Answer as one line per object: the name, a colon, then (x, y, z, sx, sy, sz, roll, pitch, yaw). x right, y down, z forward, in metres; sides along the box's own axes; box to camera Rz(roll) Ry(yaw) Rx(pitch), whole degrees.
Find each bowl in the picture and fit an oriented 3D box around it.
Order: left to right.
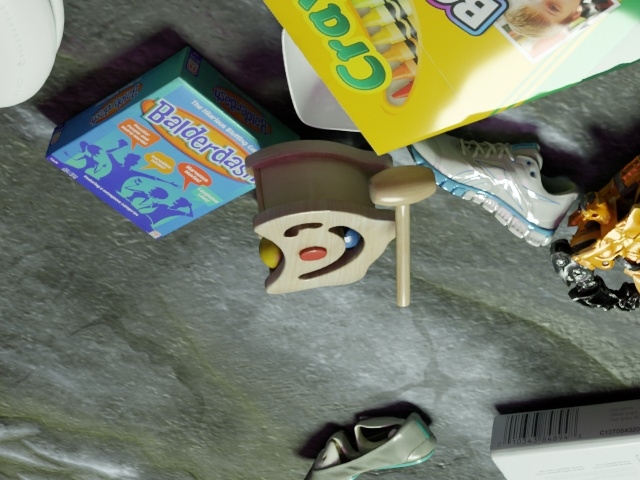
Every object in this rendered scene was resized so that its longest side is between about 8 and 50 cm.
bowl: (0.041, -0.169, 1.650, 0.142, 0.053, 0.142, 3, 138, 13)

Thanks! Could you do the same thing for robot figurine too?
robot figurine: (0.370, 0.017, 1.764, 0.291, 0.085, 0.211, 28, 131, -21)

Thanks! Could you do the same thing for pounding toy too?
pounding toy: (0.000, 0.000, 1.745, 0.154, 0.155, 0.269, -1, 157, -19)

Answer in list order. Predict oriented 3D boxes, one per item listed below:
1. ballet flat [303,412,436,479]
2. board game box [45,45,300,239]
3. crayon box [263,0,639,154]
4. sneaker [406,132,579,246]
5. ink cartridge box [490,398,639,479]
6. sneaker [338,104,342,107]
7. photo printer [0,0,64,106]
ballet flat: (0.048, 0.257, 2.199, 0.213, 0.072, 0.068, -23, 103, 36)
board game box: (-0.151, -0.094, 1.807, 0.210, 0.047, 0.160, -27, 128, 38)
crayon box: (0.094, -0.267, 1.429, 0.313, 0.106, 0.363, -20, 126, 27)
sneaker: (0.170, -0.075, 1.743, 0.190, 0.071, 0.083, 29, 119, -19)
ink cartridge box: (0.413, 0.298, 2.138, 0.324, 0.071, 0.330, -10, 140, 25)
sneaker: (0.037, -0.134, 1.718, 0.083, 0.032, 0.037, -12, 136, 28)
photo printer: (-0.387, -0.230, 1.624, 0.307, 0.107, 0.256, 12, 155, 0)
